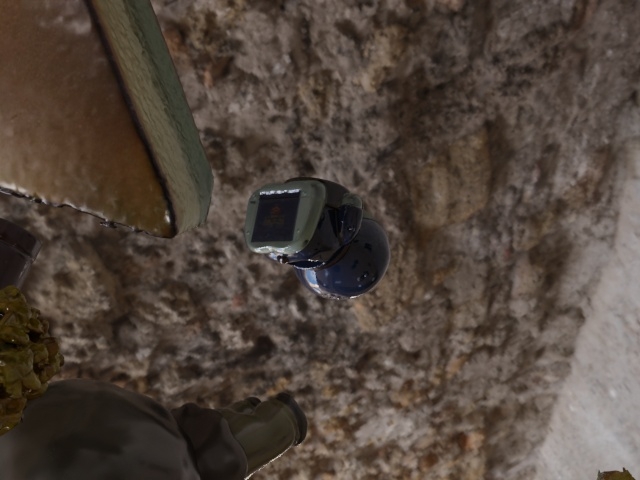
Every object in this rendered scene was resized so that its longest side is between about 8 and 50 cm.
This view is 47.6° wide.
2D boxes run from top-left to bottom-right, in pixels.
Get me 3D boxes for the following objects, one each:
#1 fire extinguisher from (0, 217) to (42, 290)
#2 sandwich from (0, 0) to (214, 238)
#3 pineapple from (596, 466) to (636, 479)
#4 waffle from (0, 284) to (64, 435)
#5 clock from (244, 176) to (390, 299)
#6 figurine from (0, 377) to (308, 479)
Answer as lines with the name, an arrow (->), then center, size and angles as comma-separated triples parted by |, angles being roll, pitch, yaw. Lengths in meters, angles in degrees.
fire extinguisher -> -0.437, 0.132, 0.833 | 0.105, 0.341, 0.141 | 18, 155, -2
sandwich -> -0.166, -0.120, 0.513 | 0.220, 0.186, 0.108 | 18, -165, 11
pineapple -> 0.432, 0.428, 0.985 | 0.233, 0.079, 0.135 | 60, 149, 24
waffle -> -0.286, 0.091, 0.507 | 0.197, 0.193, 0.070 | 20, 128, 29
clock -> 0.000, 0.000, 1.079 | 0.243, 0.199, 0.147 | 32, -121, -50
figurine -> -0.177, 0.232, 0.735 | 0.248, 0.380, 0.203 | 17, 103, 39
